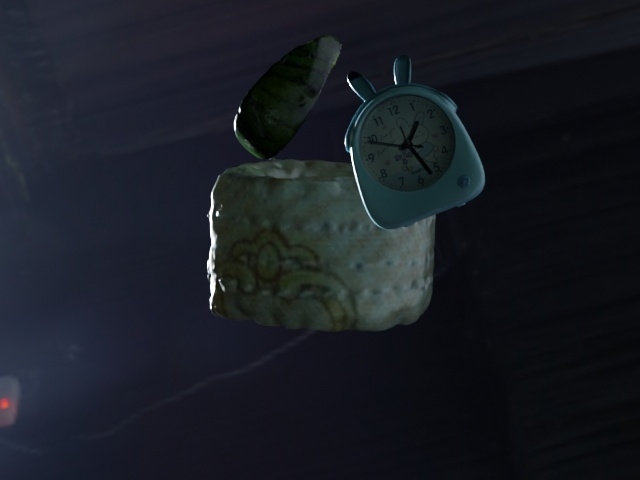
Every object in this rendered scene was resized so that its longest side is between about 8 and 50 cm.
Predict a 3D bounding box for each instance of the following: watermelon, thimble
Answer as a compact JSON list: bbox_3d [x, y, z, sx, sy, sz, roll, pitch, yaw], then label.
[{"bbox_3d":[-0.053,-0.177,1.492,0.075,0.181,0.092,31,-157,-18],"label":"watermelon"},{"bbox_3d":[0.000,0.000,1.539,0.291,0.291,0.195,-70,-17,-83],"label":"thimble"}]

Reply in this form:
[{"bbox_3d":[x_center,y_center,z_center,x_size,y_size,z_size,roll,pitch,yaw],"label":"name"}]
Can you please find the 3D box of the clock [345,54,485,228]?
[{"bbox_3d":[0.075,-0.090,1.066,0.045,0.108,0.147,-9,-102,-82],"label":"clock"}]
